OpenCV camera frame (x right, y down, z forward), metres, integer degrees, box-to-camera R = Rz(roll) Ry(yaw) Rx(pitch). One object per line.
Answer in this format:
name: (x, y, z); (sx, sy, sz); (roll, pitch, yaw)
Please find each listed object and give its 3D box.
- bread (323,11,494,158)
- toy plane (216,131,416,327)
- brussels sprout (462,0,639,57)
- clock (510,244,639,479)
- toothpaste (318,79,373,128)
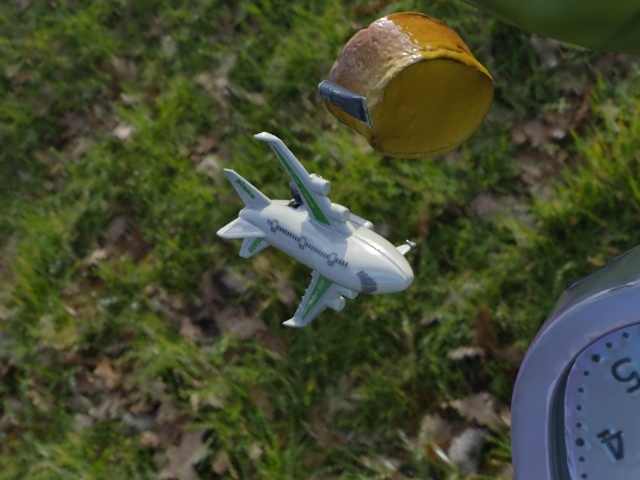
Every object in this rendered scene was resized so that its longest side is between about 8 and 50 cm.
bread: (0.125, -0.218, 1.754); (0.142, 0.270, 0.195); (49, 118, 33)
toy plane: (0.003, -0.003, 1.337); (0.255, 0.251, 0.101); (19, 42, 35)
brussels sprout: (0.181, -0.312, 0.744); (0.425, 0.361, 0.342); (-62, -4, -49)
clock: (0.289, 0.135, 0.768); (0.338, 0.338, 0.102); (-26, 6, 24)
toothpaste: (0.026, -0.157, 1.385); (0.021, 0.037, 0.140); (-23, 26, -14)
